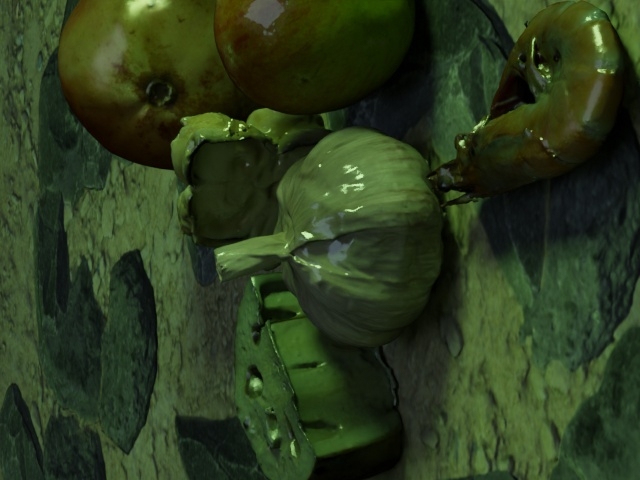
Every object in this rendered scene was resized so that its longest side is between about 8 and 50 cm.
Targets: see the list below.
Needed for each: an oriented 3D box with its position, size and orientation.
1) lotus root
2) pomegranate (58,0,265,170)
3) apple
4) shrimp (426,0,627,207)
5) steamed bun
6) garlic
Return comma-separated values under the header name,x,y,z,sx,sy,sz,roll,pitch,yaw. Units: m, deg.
name,x,y,z,sx,sy,sz,roll,pitch,yaw
lotus root,-0.008,0.152,2.017,0.138,0.119,0.235,-54,44,47
pomegranate,-0.161,-0.204,2.207,0.270,0.252,0.229,-98,29,-67
apple,-0.001,-0.220,1.948,0.196,0.196,0.196,-6,83,63
shrimp,0.173,-0.117,1.734,0.287,0.063,0.152,-26,63,57
steamed bun,-0.068,-0.062,2.104,0.106,0.177,0.192,-112,21,-54
garlic,0.000,0.000,1.909,0.218,0.212,0.218,21,114,62
